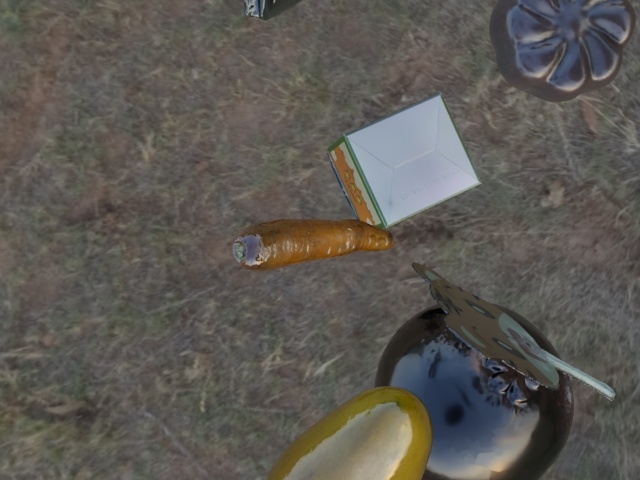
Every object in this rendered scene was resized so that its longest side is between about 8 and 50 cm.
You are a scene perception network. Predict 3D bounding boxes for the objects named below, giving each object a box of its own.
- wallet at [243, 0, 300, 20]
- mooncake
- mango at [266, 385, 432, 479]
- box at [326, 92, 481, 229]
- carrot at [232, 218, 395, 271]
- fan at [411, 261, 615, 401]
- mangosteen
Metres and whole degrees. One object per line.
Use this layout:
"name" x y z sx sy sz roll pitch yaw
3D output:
"wallet" -0.076 -0.517 1.494 0.052 0.168 0.245 16 123 27
"mooncake" 0.496 -0.439 1.762 0.306 0.154 0.305 0 94 -2
"mango" 0.023 0.219 0.794 0.253 0.139 0.113 116 145 -42
"box" 0.143 -0.131 1.522 0.195 0.148 0.177 -26 92 -13
"carrot" 0.000 0.000 1.039 0.059 0.248 0.059 8 101 50
"fan" 0.178 0.093 0.746 0.227 0.152 0.008 29 106 -22
"mangosteen" 0.206 0.242 1.268 0.313 0.297 0.297 -41 79 31
